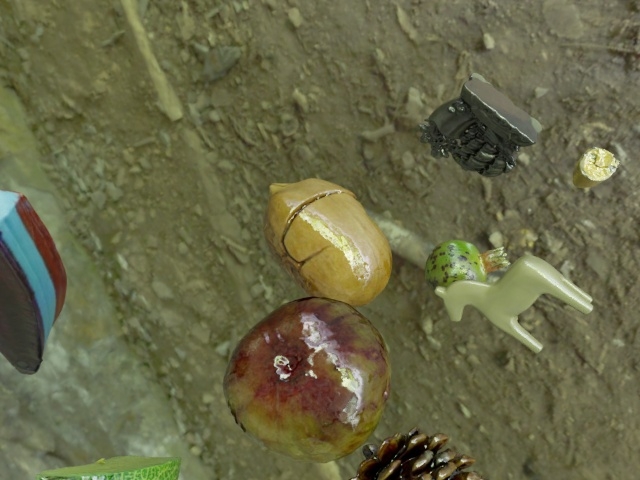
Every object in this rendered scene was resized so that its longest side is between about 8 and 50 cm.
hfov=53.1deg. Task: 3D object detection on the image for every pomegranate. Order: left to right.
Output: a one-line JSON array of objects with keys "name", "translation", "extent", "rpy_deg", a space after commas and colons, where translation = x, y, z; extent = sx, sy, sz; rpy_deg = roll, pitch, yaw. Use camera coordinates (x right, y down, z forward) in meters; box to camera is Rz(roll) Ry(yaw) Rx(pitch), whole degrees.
[{"name": "pomegranate", "translation": [0.347, 0.070, 1.536], "extent": [0.205, 0.159, 0.159], "rpy_deg": [-21, 101, 23]}]

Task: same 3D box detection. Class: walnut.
[{"name": "walnut", "translation": [0.000, 0.000, 1.206], "extent": [0.298, 0.203, 0.203], "rpy_deg": [43, 148, 10]}]

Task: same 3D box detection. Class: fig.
[{"name": "fig", "translation": [0.010, 0.222, 0.888], "extent": [0.217, 0.217, 0.321], "rpy_deg": [35, 164, 36]}]

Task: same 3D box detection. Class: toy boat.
[{"name": "toy boat", "translation": [-0.401, 0.072, 0.831], "extent": [0.392, 0.136, 0.079], "rpy_deg": [110, 154, -53]}]

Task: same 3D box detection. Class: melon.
[{"name": "melon", "translation": [-0.434, 0.520, 1.225], "extent": [0.226, 0.331, 0.343], "rpy_deg": [51, 171, 7]}]

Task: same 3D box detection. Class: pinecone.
[{"name": "pinecone", "translation": [0.156, 0.406, 0.947], "extent": [0.272, 0.224, 0.224], "rpy_deg": [37, 144, 33]}]

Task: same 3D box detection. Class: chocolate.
[{"name": "chocolate", "translation": [0.640, -0.163, 1.534], "extent": [0.085, 0.086, 0.219], "rpy_deg": [53, -174, 10]}]

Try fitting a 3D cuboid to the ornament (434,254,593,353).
[{"name": "ornament", "translation": [0.379, 0.122, 1.304], "extent": [0.245, 0.061, 0.230], "rpy_deg": [37, 123, 0]}]

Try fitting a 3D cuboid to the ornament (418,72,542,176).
[{"name": "ornament", "translation": [0.372, -0.250, 1.573], "extent": [0.251, 0.106, 0.260], "rpy_deg": [39, 139, 2]}]
